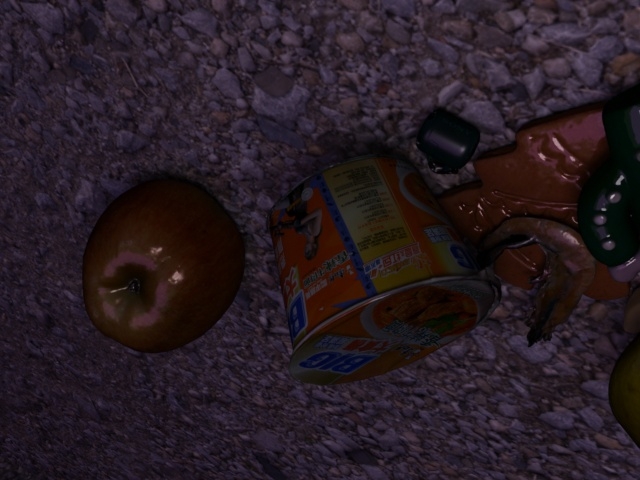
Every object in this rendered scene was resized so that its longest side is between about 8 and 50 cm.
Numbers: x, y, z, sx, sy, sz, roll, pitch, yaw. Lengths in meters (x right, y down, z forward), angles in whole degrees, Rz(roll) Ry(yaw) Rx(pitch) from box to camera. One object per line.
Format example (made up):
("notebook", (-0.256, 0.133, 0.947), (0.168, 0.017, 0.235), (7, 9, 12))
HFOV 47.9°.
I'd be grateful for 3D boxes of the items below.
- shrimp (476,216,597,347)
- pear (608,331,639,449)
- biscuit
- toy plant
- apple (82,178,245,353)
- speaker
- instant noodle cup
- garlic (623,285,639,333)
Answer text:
("shrimp", (0.280, 0.058, 0.975), (0.152, 0.046, 0.219), (19, 134, 16))
("pear", (0.496, 0.169, 0.839), (0.269, 0.269, 0.321), (42, 150, -3))
("biscuit", (0.301, -0.049, 0.933), (0.284, 0.043, 0.306), (26, 136, 13))
("toy plant", (0.407, -0.063, 0.796), (0.233, 0.112, 0.243), (0, 113, 17))
("apple", (-0.284, 0.056, 1.260), (0.278, 0.250, 0.309), (15, 130, 23))
("speaker", (0.168, -0.128, 0.957), (0.075, 0.060, 0.094), (30, 172, 8))
("instant noodle cup", (0.063, 0.037, 0.969), (0.296, 0.297, 0.213), (-54, 48, 47))
("garlic", (0.432, 0.084, 0.951), (0.041, 0.053, 0.083), (30, 145, 6))
